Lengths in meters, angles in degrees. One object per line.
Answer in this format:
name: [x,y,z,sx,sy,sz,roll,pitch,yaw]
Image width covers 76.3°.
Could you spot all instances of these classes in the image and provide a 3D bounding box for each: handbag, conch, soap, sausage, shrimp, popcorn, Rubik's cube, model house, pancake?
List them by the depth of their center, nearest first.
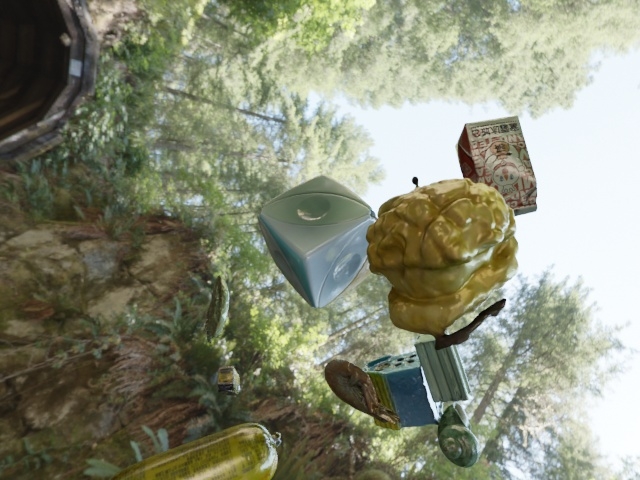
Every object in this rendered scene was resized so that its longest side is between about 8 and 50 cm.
pancake: [-0.184,0.118,0.716,0.129,0.022,0.116,12,-91,67]
sausage: [-0.231,0.428,0.725,0.123,0.346,0.124,166,-90,-72]
popcorn: [0.272,0.046,0.914,0.348,0.348,0.382,-21,-119,36]
handbag: [0.516,-0.200,1.207,0.170,0.151,0.299,-8,-104,4]
soap: [0.368,0.382,1.231,0.114,0.063,0.199,-17,-87,30]
conch: [0.443,0.638,1.324,0.121,0.188,0.176,-5,-93,9]
shrimp: [0.146,0.527,1.422,0.317,0.077,0.168,25,-58,24]
model house: [0.300,0.574,1.551,0.302,0.215,0.238,-18,-88,19]
Rubik's cube: [0.000,0.000,1.577,0.351,0.347,0.352,45,-22,35]

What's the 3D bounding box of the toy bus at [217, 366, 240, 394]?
toy bus: [-0.280,0.433,1.249,0.172,0.057,0.072,101,-14,-64]
